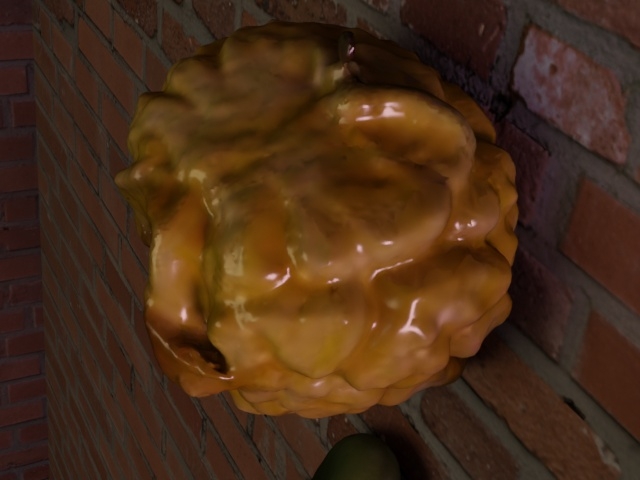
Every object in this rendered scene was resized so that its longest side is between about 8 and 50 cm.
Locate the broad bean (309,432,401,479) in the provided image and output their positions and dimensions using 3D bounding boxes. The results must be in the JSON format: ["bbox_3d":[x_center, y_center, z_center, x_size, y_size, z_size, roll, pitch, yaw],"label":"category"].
[{"bbox_3d":[0.018,0.298,1.034,0.169,0.100,0.228,-79,9,-52],"label":"broad bean"}]

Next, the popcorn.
[{"bbox_3d":[0.000,0.000,0.827,0.381,0.349,0.349,74,169,-57],"label":"popcorn"}]
